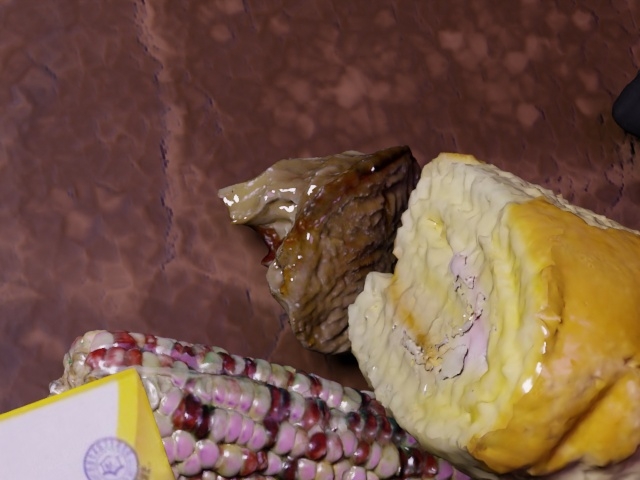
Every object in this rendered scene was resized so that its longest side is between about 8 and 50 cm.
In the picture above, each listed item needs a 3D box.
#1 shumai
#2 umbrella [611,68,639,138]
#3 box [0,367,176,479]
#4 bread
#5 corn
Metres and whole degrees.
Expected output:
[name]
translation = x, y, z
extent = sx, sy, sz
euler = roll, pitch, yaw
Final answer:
[shumai]
translation = 0.012, -0.003, 1.069
extent = 0.139, 0.105, 0.123
euler = -31, 128, -19
[umbrella]
translation = 0.363, -0.013, 1.189
extent = 0.358, 0.113, 0.106
euler = 37, 83, -5
[box]
translation = -0.173, 0.170, 0.816
extent = 0.168, 0.265, 0.097
euler = -20, 76, -26
[bread]
translation = 0.221, 0.097, 0.988
extent = 0.375, 0.236, 0.165
euler = 21, 102, -25
[corn]
translation = -0.025, 0.117, 1.001
extent = 0.280, 0.092, 0.092
euler = 14, 66, -22
